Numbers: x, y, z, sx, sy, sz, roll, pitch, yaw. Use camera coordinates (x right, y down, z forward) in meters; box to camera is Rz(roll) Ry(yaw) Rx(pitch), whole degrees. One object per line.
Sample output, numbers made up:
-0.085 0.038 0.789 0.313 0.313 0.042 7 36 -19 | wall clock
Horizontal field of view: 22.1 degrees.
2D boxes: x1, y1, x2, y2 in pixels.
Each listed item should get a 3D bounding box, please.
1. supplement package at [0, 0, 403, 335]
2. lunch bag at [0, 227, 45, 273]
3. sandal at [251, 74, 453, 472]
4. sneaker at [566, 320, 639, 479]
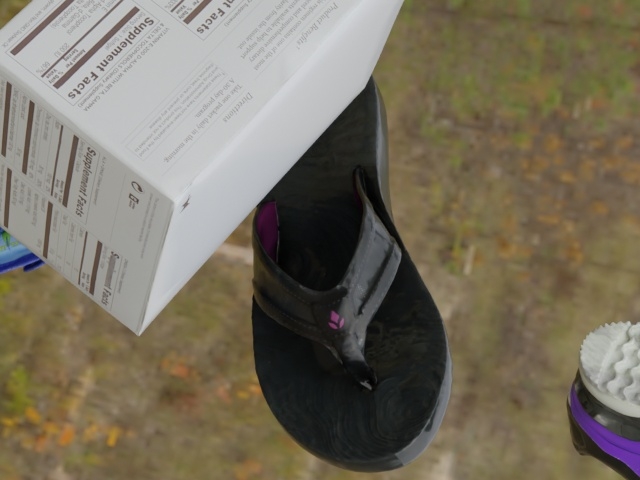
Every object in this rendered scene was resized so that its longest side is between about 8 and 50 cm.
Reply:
-0.078 -0.107 1.037 0.262 0.145 0.204 -48 172 -27 | supplement package
-0.225 -0.064 1.386 0.221 0.293 0.138 -56 132 -63 | lunch bag
-0.002 0.000 1.422 0.107 0.167 0.446 54 19 -50 | sandal
0.328 0.174 1.280 0.102 0.293 0.146 -55 164 -42 | sneaker
